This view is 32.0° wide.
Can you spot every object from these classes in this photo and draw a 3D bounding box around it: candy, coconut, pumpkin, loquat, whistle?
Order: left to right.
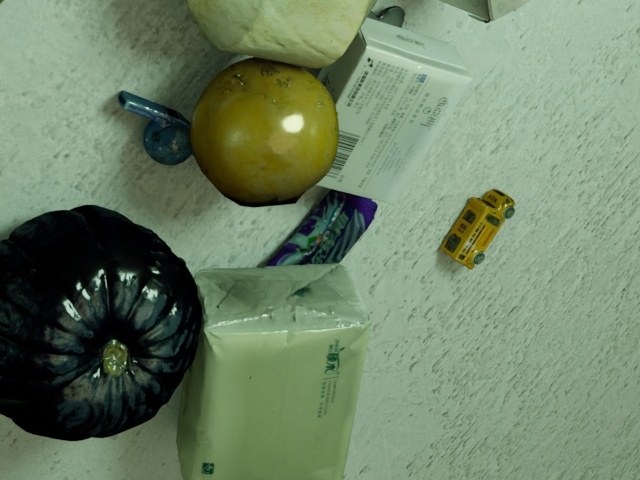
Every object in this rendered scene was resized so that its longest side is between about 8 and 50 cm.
[{"bbox_3d":[-0.358,0.125,1.695,0.363,0.266,0.363,-12,117,-25],"label":"pumpkin"},{"bbox_3d":[-0.250,-0.164,1.728,0.158,0.090,0.090,19,104,-27],"label":"whistle"},{"bbox_3d":[-0.084,-0.164,1.699,0.235,0.235,0.235,-16,123,-26],"label":"loquat"},{"bbox_3d":[-0.035,-0.394,1.604,0.329,0.329,0.329,-16,123,-26],"label":"coconut"},{"bbox_3d":[0.000,0.000,2.001,0.275,0.070,0.145,-51,138,-4],"label":"candy"}]

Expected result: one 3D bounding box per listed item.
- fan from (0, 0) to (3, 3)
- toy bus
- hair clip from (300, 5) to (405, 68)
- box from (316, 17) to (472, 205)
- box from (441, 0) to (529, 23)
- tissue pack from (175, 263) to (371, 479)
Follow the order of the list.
[{"bbox_3d":[-0.522,-0.396,1.454,0.335,0.011,0.229,-18,125,-27],"label":"fan"},{"bbox_3d":[0.309,-0.030,2.191,0.074,0.069,0.162,25,101,-39],"label":"toy bus"},{"bbox_3d":[0.042,-0.335,1.839,0.257,0.075,0.146,10,124,-30],"label":"hair clip"},{"bbox_3d":[0.089,-0.212,1.840,0.203,0.116,0.274,12,127,-25],"label":"box"},{"bbox_3d":[0.211,-0.479,1.747,0.106,0.251,0.203,-32,128,-19],"label":"box"},{"bbox_3d":[-0.092,0.243,1.933,0.297,0.207,0.380,-3,123,-16],"label":"tissue pack"}]
